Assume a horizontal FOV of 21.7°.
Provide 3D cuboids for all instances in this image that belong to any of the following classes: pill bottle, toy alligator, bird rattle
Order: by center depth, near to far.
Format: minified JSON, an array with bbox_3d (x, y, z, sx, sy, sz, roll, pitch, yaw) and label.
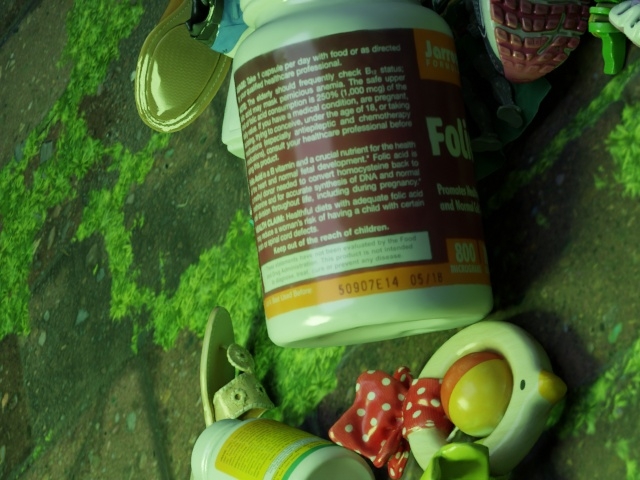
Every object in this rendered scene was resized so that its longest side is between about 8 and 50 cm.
[{"bbox_3d":[0.138,0.171,1.591,0.207,0.143,0.253,-51,27,7],"label":"bird rattle"},{"bbox_3d":[0.291,-0.255,1.598,0.056,0.051,0.189,14,86,53],"label":"toy alligator"},{"bbox_3d":[0.034,-0.102,1.642,0.224,0.224,0.392,-16,79,48],"label":"pill bottle"},{"bbox_3d":[-0.045,0.252,1.752,0.208,0.117,0.117,12,85,53],"label":"pill bottle"}]

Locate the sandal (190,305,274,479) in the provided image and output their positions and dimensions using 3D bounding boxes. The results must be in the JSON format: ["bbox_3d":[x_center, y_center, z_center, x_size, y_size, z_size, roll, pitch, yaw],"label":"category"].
[{"bbox_3d":[-0.090,0.197,1.889,0.079,0.088,0.240,4,84,20],"label":"sandal"}]

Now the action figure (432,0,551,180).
[{"bbox_3d":[0.156,-0.190,1.739,0.137,0.063,0.232,-49,39,31],"label":"action figure"}]

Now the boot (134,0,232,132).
[{"bbox_3d":[-0.150,-0.276,2.066,0.220,0.109,0.283,-92,14,-82],"label":"boot"}]

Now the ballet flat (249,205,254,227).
[{"bbox_3d":[0.000,0.000,1.838,0.077,0.091,0.241,-46,43,-3],"label":"ballet flat"}]

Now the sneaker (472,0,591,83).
[{"bbox_3d":[0.192,-0.274,1.694,0.112,0.121,0.299,128,149,-46],"label":"sneaker"}]

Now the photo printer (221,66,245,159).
[{"bbox_3d":[0.008,-0.253,1.910,0.256,0.107,0.307,-11,66,51],"label":"photo printer"}]

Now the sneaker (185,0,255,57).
[{"bbox_3d":[-0.100,-0.290,1.904,0.058,0.084,0.152,40,108,54],"label":"sneaker"}]

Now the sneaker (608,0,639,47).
[{"bbox_3d":[0.351,-0.177,1.462,0.104,0.095,0.236,-50,40,14],"label":"sneaker"}]
